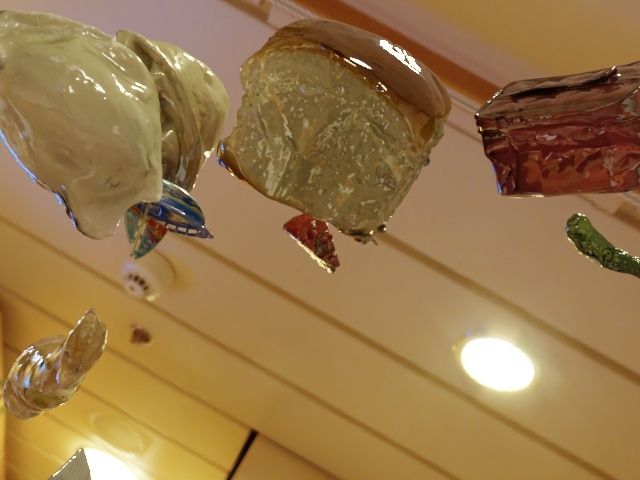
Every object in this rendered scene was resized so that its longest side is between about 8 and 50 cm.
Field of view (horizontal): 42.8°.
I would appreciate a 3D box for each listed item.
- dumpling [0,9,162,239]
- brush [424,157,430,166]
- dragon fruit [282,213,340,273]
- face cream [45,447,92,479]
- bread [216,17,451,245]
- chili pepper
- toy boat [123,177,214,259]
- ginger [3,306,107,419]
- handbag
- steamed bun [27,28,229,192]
[{"bbox_3d":[-0.192,-0.101,0.665,0.118,0.136,0.199,-18,-85,46],"label":"dumpling"},{"bbox_3d":[0.133,-0.192,1.299,0.051,0.014,0.164,-23,-82,41],"label":"brush"},{"bbox_3d":[0.002,-0.003,1.338,0.097,0.063,0.131,47,-6,-20],"label":"dragon fruit"},{"bbox_3d":[-0.250,0.443,0.783,0.137,0.235,0.420,-5,-81,14],"label":"face cream"},{"bbox_3d":[0.029,-0.160,1.052,0.250,0.279,0.224,29,-67,3],"label":"bread"},{"bbox_3d":[0.478,0.023,1.338,0.182,0.050,0.073,31,-17,5],"label":"chili pepper"},{"bbox_3d":[-0.221,-0.025,1.038,0.175,0.110,0.091,21,-23,-9],"label":"toy boat"},{"bbox_3d":[-0.326,0.154,1.037,0.086,0.131,0.294,45,-38,-11],"label":"ginger"},{"bbox_3d":[0.301,-0.130,0.958,0.225,0.146,0.135,2,-60,47],"label":"handbag"},{"bbox_3d":[-0.339,-0.172,1.400,0.339,0.352,0.247,-27,-111,24],"label":"steamed bun"}]
